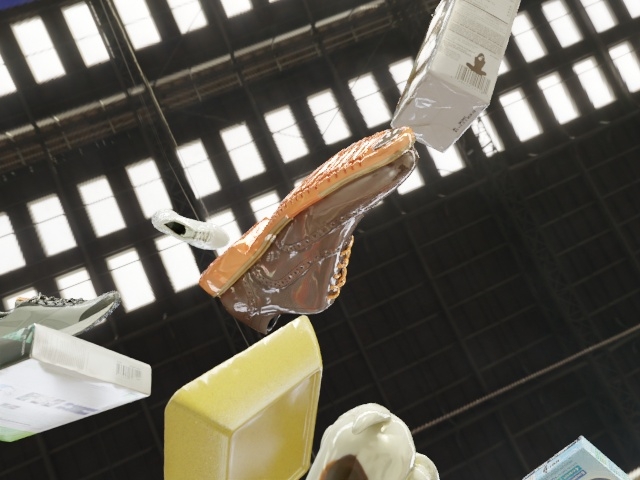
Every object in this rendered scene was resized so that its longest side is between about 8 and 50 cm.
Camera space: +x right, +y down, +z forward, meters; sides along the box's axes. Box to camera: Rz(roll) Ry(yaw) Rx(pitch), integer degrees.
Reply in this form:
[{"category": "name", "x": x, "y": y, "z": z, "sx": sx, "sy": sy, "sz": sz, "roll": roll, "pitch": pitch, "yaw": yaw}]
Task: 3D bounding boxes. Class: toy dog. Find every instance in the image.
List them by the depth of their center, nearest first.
[{"category": "toy dog", "x": 0.053, "y": 0.569, "z": 1.215, "sx": 0.284, "sy": 0.395, "sz": 0.408, "roll": 29, "pitch": -127, "yaw": 18}]

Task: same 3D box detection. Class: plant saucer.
[{"category": "plant saucer", "x": -0.105, "y": 0.333, "z": 0.984, "sx": 0.081, "sy": 0.333, "sz": 0.333, "roll": 20, "pitch": -64, "yaw": 29}]

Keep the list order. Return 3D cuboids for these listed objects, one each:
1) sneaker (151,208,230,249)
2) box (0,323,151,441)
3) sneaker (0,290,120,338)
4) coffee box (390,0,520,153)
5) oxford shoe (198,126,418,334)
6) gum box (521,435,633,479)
[{"category": "sneaker", "x": -0.238, "y": -0.012, "z": 1.115, "sx": 0.152, "sy": 0.061, "sz": 0.053, "roll": 18, "pitch": -83, "yaw": -28}, {"category": "box", "x": -0.464, "y": 0.232, "z": 0.925, "sx": 0.322, "sy": 0.232, "sz": 0.058, "roll": -22, "pitch": -124, "yaw": 18}, {"category": "sneaker", "x": -0.525, "y": 0.146, "z": 1.161, "sx": 0.271, "sy": 0.100, "sz": 0.108, "roll": -18, "pitch": -85, "yaw": -3}, {"category": "coffee box", "x": 0.203, "y": -0.275, "z": 0.886, "sx": 0.098, "sy": 0.141, "sz": 0.246, "roll": 25, "pitch": -116, "yaw": -6}, {"category": "oxford shoe", "x": 0.000, "y": 0.000, "z": 0.709, "sx": 0.133, "sy": 0.364, "sz": 0.130, "roll": 49, "pitch": -137, "yaw": -5}, {"category": "gum box", "x": 0.503, "y": 0.481, "z": 1.122, "sx": 0.184, "sy": 0.041, "sz": 0.157, "roll": 41, "pitch": -64, "yaw": 2}]
